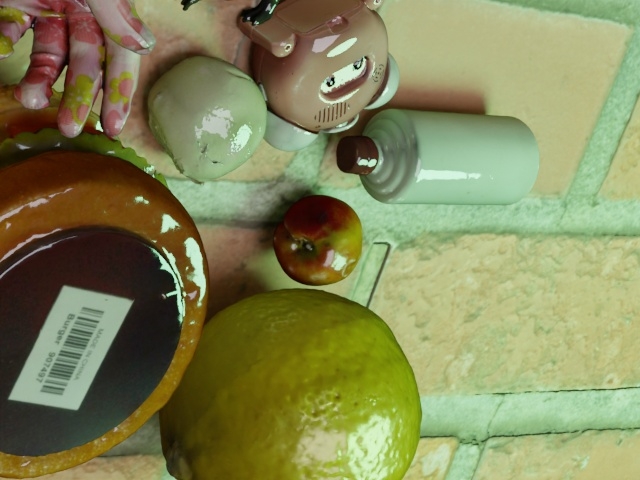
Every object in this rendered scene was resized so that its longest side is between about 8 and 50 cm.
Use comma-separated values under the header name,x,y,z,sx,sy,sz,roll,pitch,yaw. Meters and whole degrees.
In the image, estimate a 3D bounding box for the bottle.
name,x,y,z,sx,sy,sz,roll,pitch,yaw
bottle,0.120,-0.090,2.034,0.245,0.104,0.104,-1,118,-39

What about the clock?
name,x,y,z,sx,sy,sz,roll,pitch,yaw
clock,0.007,-0.175,1.895,0.166,0.093,0.162,-31,136,-20

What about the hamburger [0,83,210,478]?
name,x,y,z,sx,sy,sz,roll,pitch,yaw
hamburger,-0.279,0.027,1.686,0.330,0.250,0.330,-19,128,-27

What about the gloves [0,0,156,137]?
name,x,y,z,sx,sy,sz,roll,pitch,yaw
gloves,-0.219,-0.206,1.606,0.145,0.126,0.241,-21,105,14

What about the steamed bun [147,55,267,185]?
name,x,y,z,sx,sy,sz,roll,pitch,yaw
steamed bun,-0.105,-0.117,1.839,0.112,0.091,0.130,-32,134,-13

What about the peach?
name,x,y,z,sx,sy,sz,roll,pitch,yaw
peach,0.000,0.001,2.007,0.101,0.101,0.100,-20,129,-27

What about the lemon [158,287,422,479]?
name,x,y,z,sx,sy,sz,roll,pitch,yaw
lemon,-0.031,0.184,1.979,0.293,0.293,0.293,-20,129,-27

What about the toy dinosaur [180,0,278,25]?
name,x,y,z,sx,sy,sz,roll,pitch,yaw
toy dinosaur,-0.077,-0.299,1.747,0.187,0.087,0.179,-6,123,-38
